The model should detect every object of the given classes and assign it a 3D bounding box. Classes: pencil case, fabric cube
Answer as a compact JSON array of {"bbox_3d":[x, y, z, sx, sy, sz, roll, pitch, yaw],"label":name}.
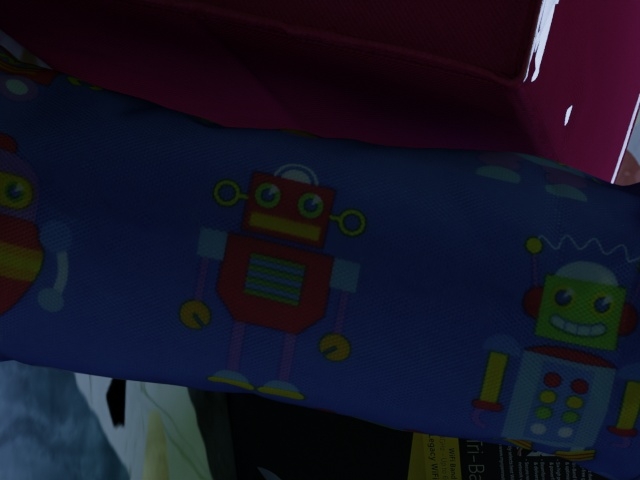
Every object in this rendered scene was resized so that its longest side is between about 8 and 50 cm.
[{"bbox_3d":[-0.010,0.007,0.727,0.133,0.306,0.119,2,99,-87],"label":"pencil case"},{"bbox_3d":[0.018,-0.171,0.829,0.258,0.259,0.254,43,62,-72],"label":"fabric cube"}]

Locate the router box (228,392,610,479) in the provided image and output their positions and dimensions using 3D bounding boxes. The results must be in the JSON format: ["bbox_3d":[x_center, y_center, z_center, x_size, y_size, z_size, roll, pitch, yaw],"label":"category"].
[{"bbox_3d":[0.083,0.207,1.195,0.081,0.243,0.308,-58,145,-66],"label":"router box"}]
